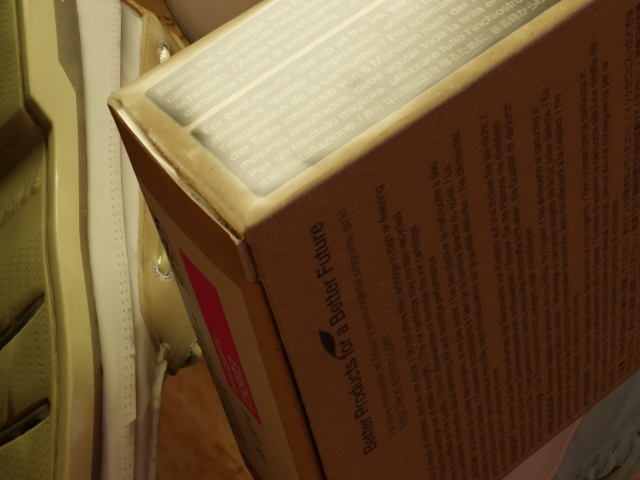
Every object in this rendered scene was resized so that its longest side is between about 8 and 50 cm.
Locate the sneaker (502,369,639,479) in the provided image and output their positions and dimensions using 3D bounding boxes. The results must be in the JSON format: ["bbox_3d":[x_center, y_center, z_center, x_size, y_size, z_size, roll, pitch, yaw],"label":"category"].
[{"bbox_3d":[0.143,0.088,0.721,0.150,0.135,0.366,49,46,-8],"label":"sneaker"}]

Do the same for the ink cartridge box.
[{"bbox_3d":[0.046,-0.001,0.513,0.193,0.234,0.088,-33,53,-17],"label":"ink cartridge box"}]

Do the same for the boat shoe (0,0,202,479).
[{"bbox_3d":[-0.089,0.023,0.558,0.103,0.113,0.302,12,65,-39],"label":"boat shoe"}]

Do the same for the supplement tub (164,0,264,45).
[{"bbox_3d":[0.085,-0.210,0.696,0.235,0.235,0.325,52,48,-9],"label":"supplement tub"}]
